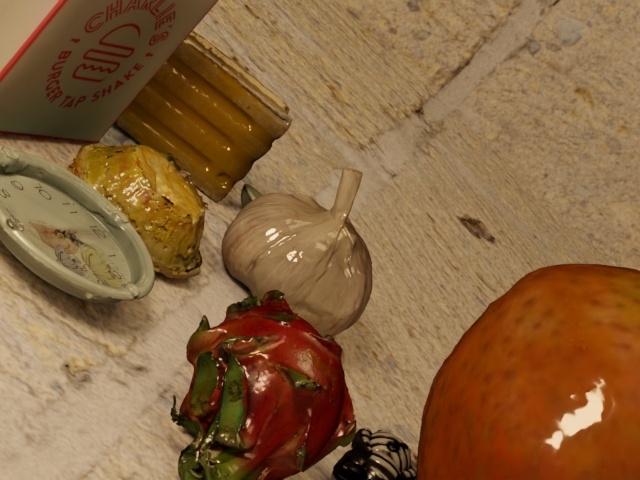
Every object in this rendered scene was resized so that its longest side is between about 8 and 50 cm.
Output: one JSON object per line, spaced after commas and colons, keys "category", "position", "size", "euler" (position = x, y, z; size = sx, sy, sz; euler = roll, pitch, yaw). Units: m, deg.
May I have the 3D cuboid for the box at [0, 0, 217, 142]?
{"category": "box", "position": [-0.341, -0.332, 2.291], "size": [0.300, 0.312, 0.314], "euler": [48, 18, 18]}

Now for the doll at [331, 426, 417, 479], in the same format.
{"category": "doll", "position": [0.065, 0.269, 2.207], "size": [0.091, 0.067, 0.219], "euler": [41, 13, 3]}

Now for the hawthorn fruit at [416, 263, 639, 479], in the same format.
{"category": "hawthorn fruit", "position": [0.323, 0.256, 2.174], "size": [0.472, 0.472, 0.472], "euler": [38, 19, -16]}

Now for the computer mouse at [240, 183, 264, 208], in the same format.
{"category": "computer mouse", "position": [-0.081, -0.039, 2.624], "size": [0.110, 0.032, 0.056], "euler": [35, 19, -54]}

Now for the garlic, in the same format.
{"category": "garlic", "position": [0.000, 0.000, 2.429], "size": [0.218, 0.212, 0.218], "euler": [32, 23, -15]}

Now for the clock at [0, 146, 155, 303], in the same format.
{"category": "clock", "position": [-0.290, -0.006, 2.092], "size": [0.236, 0.053, 0.236], "euler": [36, 19, -14]}

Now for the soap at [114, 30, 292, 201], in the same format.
{"category": "soap", "position": [-0.184, -0.190, 2.535], "size": [0.257, 0.160, 0.080], "euler": [38, 18, -17]}

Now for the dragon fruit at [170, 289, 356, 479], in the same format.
{"category": "dragon fruit", "position": [-0.079, 0.163, 1.991], "size": [0.269, 0.198, 0.200], "euler": [-21, 76, -54]}

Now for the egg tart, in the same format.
{"category": "egg tart", "position": [-0.211, -0.047, 2.299], "size": [0.212, 0.090, 0.212], "euler": [39, 22, -19]}
